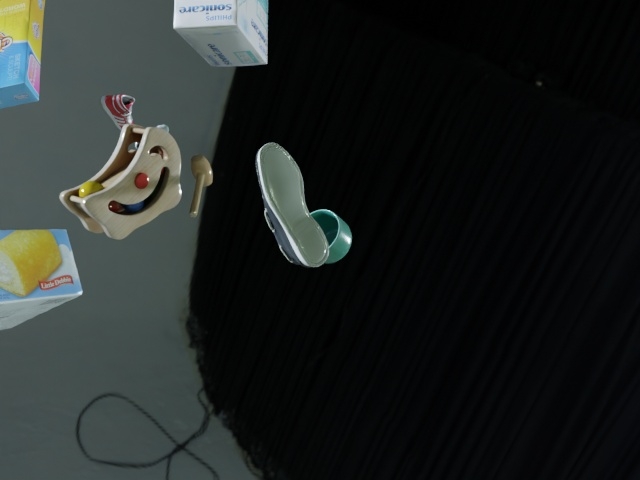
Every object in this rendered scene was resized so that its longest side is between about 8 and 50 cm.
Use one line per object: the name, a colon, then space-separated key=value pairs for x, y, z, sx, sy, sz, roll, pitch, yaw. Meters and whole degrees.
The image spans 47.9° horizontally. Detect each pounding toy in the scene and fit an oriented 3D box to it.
pounding toy: x=-0.299 y=-0.112 z=1.259 sx=0.155 sy=0.154 sz=0.269 roll=14 pitch=39 yaw=38

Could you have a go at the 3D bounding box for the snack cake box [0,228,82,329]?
snack cake box: x=-0.424 y=0.054 z=0.799 sx=0.264 sy=0.152 sz=0.089 roll=-3 pitch=74 yaw=-59

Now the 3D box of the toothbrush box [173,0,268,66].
toothbrush box: x=-0.184 y=-0.510 z=1.388 sx=0.126 sy=0.295 sz=0.216 roll=0 pitch=-6 yaw=10

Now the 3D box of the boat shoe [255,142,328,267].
boat shoe: x=-0.084 y=-0.073 z=1.642 sx=0.114 sy=0.302 sz=0.091 roll=-27 pitch=14 yaw=-34

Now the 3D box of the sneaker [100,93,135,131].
sneaker: x=-0.439 y=-0.286 z=1.638 sx=0.067 sy=0.042 sz=0.118 roll=-5 pitch=-34 yaw=23

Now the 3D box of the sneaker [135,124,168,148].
sneaker: x=-0.431 y=-0.262 z=1.852 sx=0.038 sy=0.098 sz=0.069 roll=53 pitch=-3 yaw=-16

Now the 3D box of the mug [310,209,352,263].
mug: x=0.007 y=-0.007 z=1.908 sx=0.158 sy=0.129 sz=0.097 roll=15 pitch=-14 yaw=37

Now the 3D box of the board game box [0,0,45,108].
board game box: x=-0.758 y=-0.431 z=1.634 sx=0.242 sy=0.064 sz=0.316 roll=-12 pitch=61 yaw=3
